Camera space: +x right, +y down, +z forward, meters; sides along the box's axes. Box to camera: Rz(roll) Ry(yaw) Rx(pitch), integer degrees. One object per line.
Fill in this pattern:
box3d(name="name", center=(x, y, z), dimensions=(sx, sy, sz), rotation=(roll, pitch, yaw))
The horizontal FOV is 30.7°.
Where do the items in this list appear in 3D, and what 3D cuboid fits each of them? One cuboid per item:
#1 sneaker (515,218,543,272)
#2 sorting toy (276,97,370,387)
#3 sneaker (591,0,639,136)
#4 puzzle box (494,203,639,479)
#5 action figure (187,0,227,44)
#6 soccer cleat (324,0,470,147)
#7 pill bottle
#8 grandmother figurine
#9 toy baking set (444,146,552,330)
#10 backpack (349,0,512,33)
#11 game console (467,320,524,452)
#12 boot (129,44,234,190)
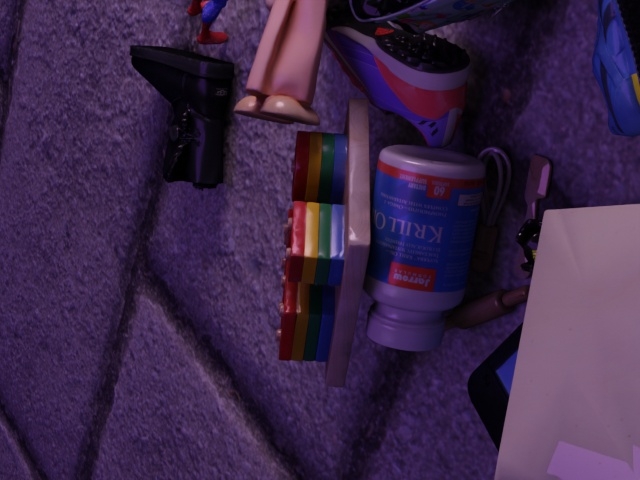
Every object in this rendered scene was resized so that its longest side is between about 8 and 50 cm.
box3d(name="sneaker", center=(0.243, 0.026, 1.188), dimensions=(0.063, 0.075, 0.170), rotation=(-61, 19, 20))
box3d(name="sorting toy", center=(0.000, 0.000, 1.425), dimensions=(0.257, 0.089, 0.255), rotation=(98, 176, -46))
box3d(name="sneaker", center=(0.294, -0.206, 1.159), dimensions=(0.082, 0.069, 0.209), rotation=(-17, 81, 57))
box3d(name="puzzle box", center=(0.350, 0.096, 0.970), dimensions=(0.409, 0.052, 0.272), rotation=(-2, 66, 42))
box3d(name="action figure", center=(-0.112, -0.398, 1.692), dimensions=(0.280, 0.139, 0.091), rotation=(115, 136, -67))
box3d(name="soccer cleat", center=(0.067, -0.222, 1.448), dimensions=(0.318, 0.109, 0.116), rotation=(40, 139, 45))
box3d(name="pill bottle", center=(0.113, 0.009, 1.343), dimensions=(0.124, 0.124, 0.221), rotation=(24, 112, 50))
box3d(name="grandmother figurine", center=(-0.014, -0.311, 1.377), dimensions=(0.208, 0.104, 0.342), rotation=(11, 90, 49))
box3d(name="toy baking set", center=(0.182, 0.000, 1.371), dimensions=(0.256, 0.030, 0.196), rotation=(-22, 77, 53))
box3d(name="backpack", center=(0.151, -0.347, 1.229), dimensions=(0.254, 0.191, 0.225), rotation=(-16, 79, 47))
box3d(name="game console", center=(0.232, 0.188, 1.208), dimensions=(0.293, 0.173, 0.250), rotation=(-54, 53, 42))
box3d(name="boot", center=(-0.233, -0.198, 1.862), dimensions=(0.246, 0.094, 0.207), rotation=(22, 109, 44))
